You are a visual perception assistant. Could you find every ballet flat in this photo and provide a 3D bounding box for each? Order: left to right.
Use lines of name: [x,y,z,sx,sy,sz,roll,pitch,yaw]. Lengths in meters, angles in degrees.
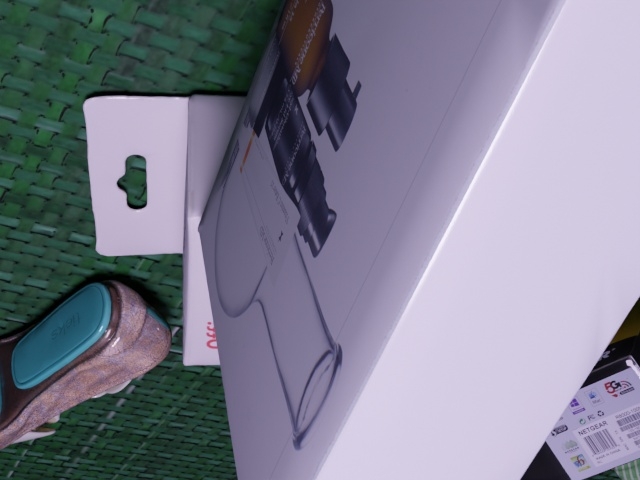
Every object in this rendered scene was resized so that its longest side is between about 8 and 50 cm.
ballet flat: [-0.264,0.138,0.956,0.316,0.107,0.106,-25,146,28]

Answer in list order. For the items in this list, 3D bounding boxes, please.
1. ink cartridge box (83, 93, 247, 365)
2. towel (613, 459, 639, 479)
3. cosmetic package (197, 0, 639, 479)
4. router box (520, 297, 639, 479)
ink cartridge box: [0.000,0.000,0.778,0.354,0.119,0.207,1,144,-7]
towel: [0.442,0.223,1.172,0.248,0.038,0.325,-13,149,20]
cosmetic package: [0.053,-0.070,0.461,0.098,0.284,0.377,11,120,-22]
router box: [0.179,0.140,0.900,0.309,0.243,0.081,-31,93,31]
